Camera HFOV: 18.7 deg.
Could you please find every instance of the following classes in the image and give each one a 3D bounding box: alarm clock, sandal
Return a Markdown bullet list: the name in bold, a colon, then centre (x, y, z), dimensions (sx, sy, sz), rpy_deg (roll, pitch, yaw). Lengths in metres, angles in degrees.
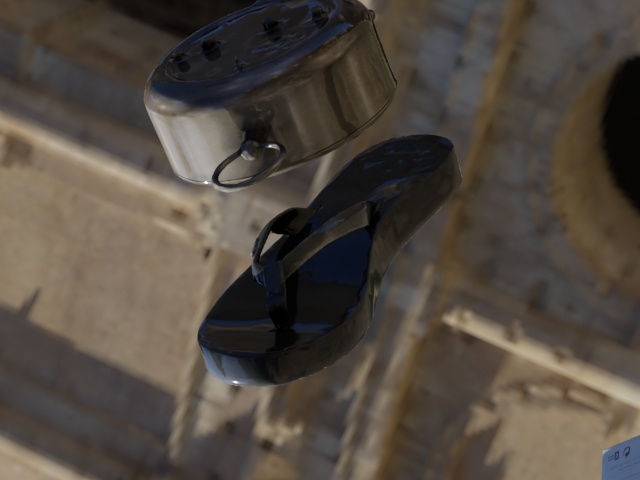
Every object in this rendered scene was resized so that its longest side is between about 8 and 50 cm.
- **alarm clock**: centre (-0.030, -0.076, 1.014), dimensions (0.192, 0.129, 0.064), rpy_deg (-84, -25, -59)
- **sandal**: centre (-0.001, 0.000, 1.126), dimensions (0.254, 0.097, 0.054), rpy_deg (-54, -47, -49)

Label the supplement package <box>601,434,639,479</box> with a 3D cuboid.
- **supplement package**: centre (0.308, 0.276, 1.510), dimensions (0.134, 0.139, 0.244), rpy_deg (-36, 43, 54)
